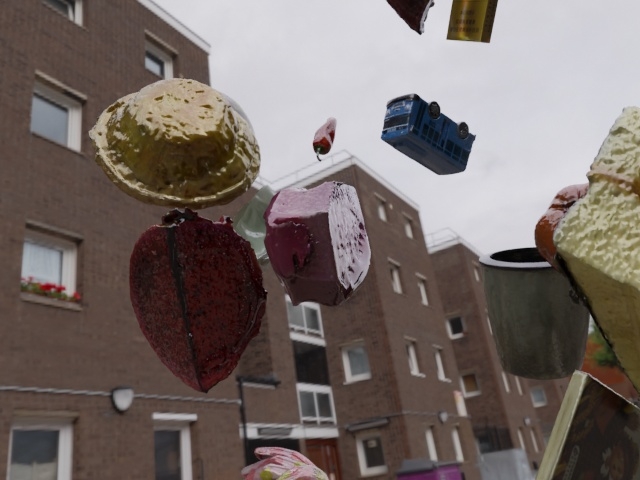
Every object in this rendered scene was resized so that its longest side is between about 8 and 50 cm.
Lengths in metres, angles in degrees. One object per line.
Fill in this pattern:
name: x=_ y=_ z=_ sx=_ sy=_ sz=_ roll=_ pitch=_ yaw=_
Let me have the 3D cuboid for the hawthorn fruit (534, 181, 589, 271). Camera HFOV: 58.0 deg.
hawthorn fruit: x=0.548 y=0.012 z=1.125 sx=0.208 sy=0.207 sz=0.243 roll=-23 pitch=-60 yaw=29

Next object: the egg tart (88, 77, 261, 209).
egg tart: x=-0.253 y=-0.195 z=1.041 sx=0.319 sy=0.318 sz=0.128 roll=-1 pitch=-41 yaw=-18

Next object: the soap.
soap: x=0.000 y=0.000 z=1.035 sx=0.128 sy=0.220 sz=0.325 roll=-12 pitch=-1 yaw=16

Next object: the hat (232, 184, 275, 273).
hat: x=-0.207 y=0.026 z=1.299 sx=0.258 sy=0.168 sz=0.301 roll=-30 pitch=-2 yaw=-27

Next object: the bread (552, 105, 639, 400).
bread: x=0.563 y=0.051 z=0.996 sx=0.242 sy=0.345 sz=0.404 roll=23 pitch=-32 yaw=36

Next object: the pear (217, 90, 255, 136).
pear: x=-0.288 y=-0.228 z=1.372 sx=0.284 sy=0.283 sz=0.283 roll=-7 pitch=-24 yaw=-3

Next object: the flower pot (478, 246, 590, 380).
flower pot: x=0.598 y=0.197 z=1.603 sx=0.294 sy=0.329 sz=0.293 roll=-4 pitch=7 yaw=1

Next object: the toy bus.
toy bus: x=0.269 y=-0.262 z=1.458 sx=0.234 sy=0.133 sz=0.116 roll=24 pitch=-12 yaw=-31

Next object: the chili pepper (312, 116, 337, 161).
chili pepper: x=0.011 y=-0.258 z=1.434 sx=0.050 sy=0.191 sz=0.059 roll=8 pitch=-48 yaw=10

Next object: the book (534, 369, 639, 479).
book: x=0.535 y=0.451 z=1.023 sx=0.428 sy=0.299 sz=0.039 roll=33 pitch=-16 yaw=-25

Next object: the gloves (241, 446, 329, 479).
gloves: x=-0.044 y=0.418 z=0.958 sx=0.145 sy=0.241 sz=0.126 roll=7 pitch=-64 yaw=-37

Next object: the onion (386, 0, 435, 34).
onion: x=0.221 y=-0.636 z=1.250 sx=0.146 sy=0.314 sz=0.280 roll=20 pitch=-45 yaw=3

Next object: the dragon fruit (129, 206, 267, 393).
dragon fruit: x=-0.188 y=0.068 z=0.845 sx=0.190 sy=0.261 sz=0.163 roll=-2 pitch=17 yaw=12

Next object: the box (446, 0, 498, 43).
box: x=0.230 y=-0.372 z=0.847 sx=0.022 sy=0.089 sz=0.156 roll=-3 pitch=-67 yaw=-27
